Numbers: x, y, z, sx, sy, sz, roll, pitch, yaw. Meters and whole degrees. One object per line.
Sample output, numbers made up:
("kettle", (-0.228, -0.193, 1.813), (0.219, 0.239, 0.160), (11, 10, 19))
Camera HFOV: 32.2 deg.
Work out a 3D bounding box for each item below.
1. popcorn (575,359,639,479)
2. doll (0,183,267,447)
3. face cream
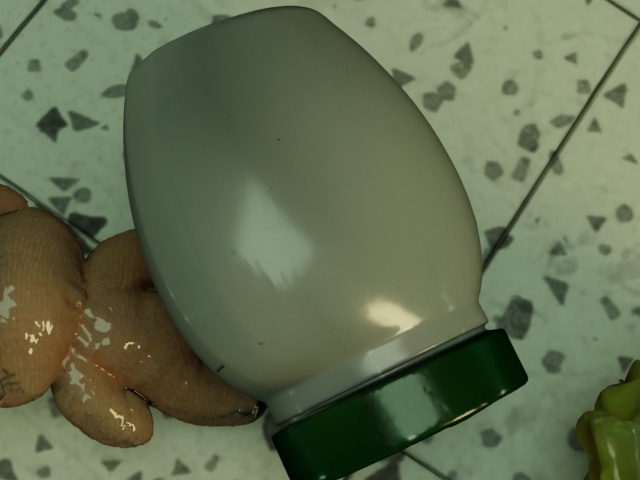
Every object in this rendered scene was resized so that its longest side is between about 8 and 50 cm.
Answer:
("popcorn", (0.346, 0.198, 0.872), (0.312, 0.312, 0.312), (1, 76, -4))
("doll", (-0.189, 0.086, 0.960), (0.303, 0.156, 0.201), (21, 64, -29))
("face cream", (0.000, 0.000, 0.910), (0.312, 0.219, 0.357), (-15, 76, -50))
